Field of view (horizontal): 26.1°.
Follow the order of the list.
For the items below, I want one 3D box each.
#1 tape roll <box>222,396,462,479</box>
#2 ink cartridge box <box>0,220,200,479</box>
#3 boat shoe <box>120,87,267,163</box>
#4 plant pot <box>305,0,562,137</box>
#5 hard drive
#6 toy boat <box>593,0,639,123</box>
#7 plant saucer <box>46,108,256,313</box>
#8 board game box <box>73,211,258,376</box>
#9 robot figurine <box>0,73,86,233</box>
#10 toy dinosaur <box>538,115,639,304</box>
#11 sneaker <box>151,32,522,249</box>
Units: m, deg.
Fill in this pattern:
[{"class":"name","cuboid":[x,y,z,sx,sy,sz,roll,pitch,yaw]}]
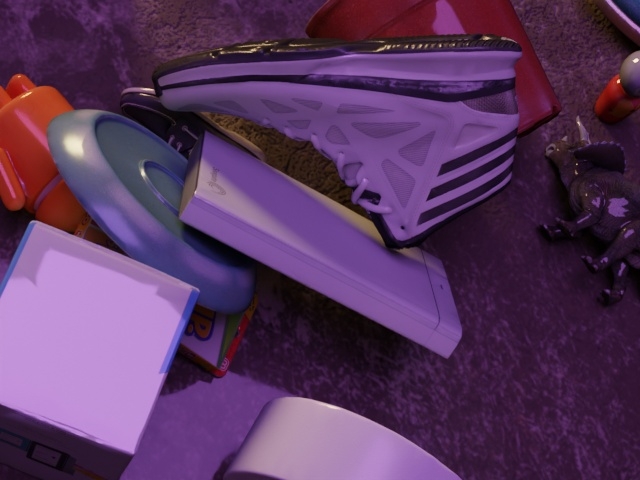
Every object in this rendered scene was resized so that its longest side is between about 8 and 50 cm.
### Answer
[{"class":"tape roll","cuboid":[0.035,0.292,1.537,0.286,0.286,0.100,30,66,-1]},{"class":"ink cartridge box","cuboid":[-0.276,0.142,1.523,0.197,0.270,0.198,23,66,-6]},{"class":"boat shoe","cuboid":[-0.170,-0.126,1.763,0.206,0.075,0.065,28,65,-8]},{"class":"plant pot","cuboid":[0.164,-0.230,1.797,0.272,0.272,0.265,-30,86,-22]},{"class":"hard drive","cuboid":[0.000,0.000,1.661,0.353,0.233,0.047,28,109,-13]},{"class":"toy boat","cuboid":[0.491,-0.306,1.956,0.267,0.148,0.318,32,65,-1]},{"class":"plant saucer","cuboid":[-0.183,-0.046,1.613,0.044,0.317,0.317,-44,83,16]},{"class":"board game box","cuboid":[-0.183,0.051,1.656,0.259,0.039,0.124,38,62,-30]},{"class":"robot figurine","cuboid":[-0.331,-0.098,1.682,0.128,0.158,0.219,-43,83,4]},{"class":"toy dinosaur","cuboid":[0.402,-0.020,1.840,0.160,0.121,0.313,-39,78,-10]},{"class":"sneaker","cuboid":[0.016,-0.111,1.654,0.448,0.169,0.257,1,103,13]}]
